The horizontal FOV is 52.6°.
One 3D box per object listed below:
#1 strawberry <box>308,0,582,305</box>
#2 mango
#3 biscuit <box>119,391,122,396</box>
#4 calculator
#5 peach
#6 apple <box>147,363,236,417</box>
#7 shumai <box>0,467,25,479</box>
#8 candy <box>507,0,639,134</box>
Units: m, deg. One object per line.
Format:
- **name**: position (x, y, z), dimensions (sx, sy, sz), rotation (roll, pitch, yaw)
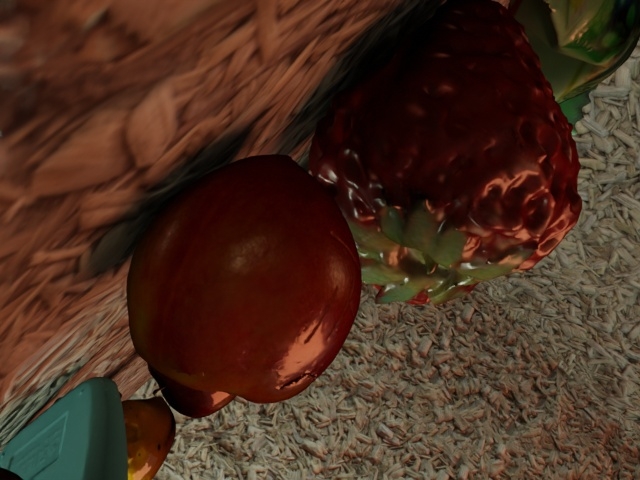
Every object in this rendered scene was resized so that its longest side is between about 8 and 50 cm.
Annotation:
- **strawberry**: position (0.147, -0.113, 0.730), dimensions (0.317, 0.295, 0.345), rotation (85, 26, -59)
- **mango**: position (-0.369, 0.389, 1.240), dimensions (0.201, 0.152, 0.287), rotation (-58, -177, -10)
- **biscuit**: position (-0.484, 0.372, 1.204), dimensions (0.197, 0.049, 0.301), rotation (-46, 179, 34)
- **calculator**: position (-0.317, 0.319, 0.724), dimensions (0.256, 0.054, 0.386), rotation (-38, -148, 11)
- **peach**: position (-0.053, 0.025, 0.510), dimensions (0.197, 0.197, 0.197), rotation (-45, 180, 0)
- **apple**: position (-0.252, 0.259, 1.365), dimensions (0.234, 0.234, 0.234), rotation (-45, 180, 0)
- **shumai**: position (-0.282, 0.314, 0.419), dimensions (0.323, 0.324, 0.397), rotation (-60, -169, -18)
- **candy**: position (0.320, -0.319, 0.777), dimensions (0.398, 0.171, 0.263), rotation (39, 71, -73)
